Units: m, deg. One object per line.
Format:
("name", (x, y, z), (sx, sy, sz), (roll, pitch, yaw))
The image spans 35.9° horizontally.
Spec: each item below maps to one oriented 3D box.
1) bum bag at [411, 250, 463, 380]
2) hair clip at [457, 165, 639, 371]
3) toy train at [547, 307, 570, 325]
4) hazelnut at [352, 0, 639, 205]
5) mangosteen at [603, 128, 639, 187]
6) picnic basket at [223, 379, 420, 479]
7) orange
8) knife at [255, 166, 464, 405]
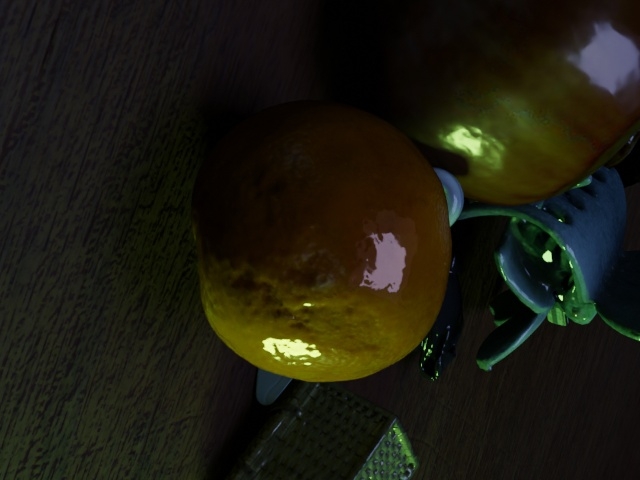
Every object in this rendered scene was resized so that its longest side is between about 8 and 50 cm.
("bum bag", (0.159, 0.069, 1.348), (0.123, 0.060, 0.248), (-52, 144, -43))
("hair clip", (0.342, 0.003, 1.367), (0.318, 0.392, 0.238), (-36, 109, -54))
("toy train", (0.409, 0.031, 1.718), (0.055, 0.048, 0.252), (-38, 128, -35))
("hazelnut", (0.211, -0.225, 1.084), (0.366, 0.366, 0.366), (-29, 127, -47))
("mangosteen", (0.439, -0.185, 1.531), (0.250, 0.211, 0.211), (1, 104, -41))
("picnic basket", (-0.013, 0.263, 1.100), (0.196, 0.154, 0.134), (-53, 145, -19))
("orange", (0.000, 0.000, 0.913), (0.261, 0.261, 0.261), (-29, 127, -47))
("knife", (0.022, 0.045, 1.065), (0.331, 0.080, 0.044), (-46, 173, 15))
